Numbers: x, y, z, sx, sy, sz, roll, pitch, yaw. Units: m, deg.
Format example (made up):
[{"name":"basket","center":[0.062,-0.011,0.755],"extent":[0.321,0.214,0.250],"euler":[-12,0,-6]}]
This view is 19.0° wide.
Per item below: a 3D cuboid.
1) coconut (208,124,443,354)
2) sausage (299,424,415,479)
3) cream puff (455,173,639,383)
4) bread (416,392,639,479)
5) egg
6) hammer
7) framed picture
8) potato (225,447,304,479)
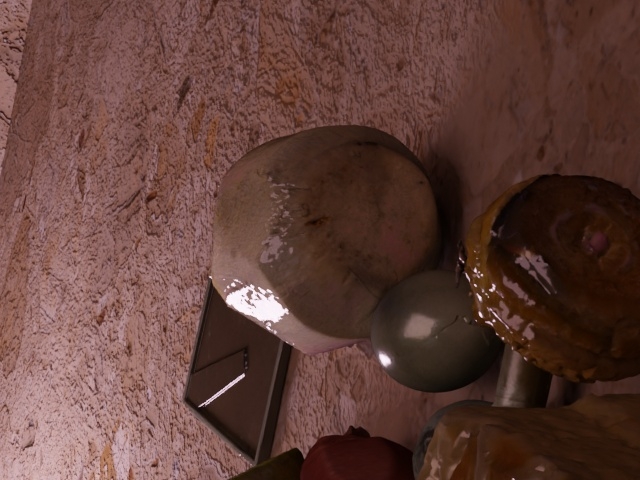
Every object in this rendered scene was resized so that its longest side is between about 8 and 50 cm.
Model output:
[{"name":"coconut","center":[-0.002,0.000,1.908],"extent":[0.230,0.227,0.227],"euler":[-24,62,60]},{"name":"sausage","center":[0.050,0.260,1.788],"extent":[0.254,0.148,0.148],"euler":[-96,17,-82]},{"name":"cream puff","center":[0.196,0.035,1.513],"extent":[0.129,0.189,0.189],"euler":[109,154,-42]},{"name":"bread","center":[0.213,0.315,1.295],"extent":[0.371,0.279,0.390],"euler":[33,111,61]},{"name":"egg","center":[0.109,0.083,1.763],"extent":[0.152,0.114,0.114],"euler":[-13,72,60]},{"name":"hammer","center":[0.178,0.101,1.636],"extent":[0.202,0.113,0.305],"euler":[7,85,62]},{"name":"framed picture","center":[-0.103,0.148,2.309],"extent":[0.260,0.023,0.189],"euler":[-152,71,-64]},{"name":"potato","center":[-0.064,0.384,1.998],"extent":[0.330,0.213,0.280],"euler":[119,128,-80]}]
